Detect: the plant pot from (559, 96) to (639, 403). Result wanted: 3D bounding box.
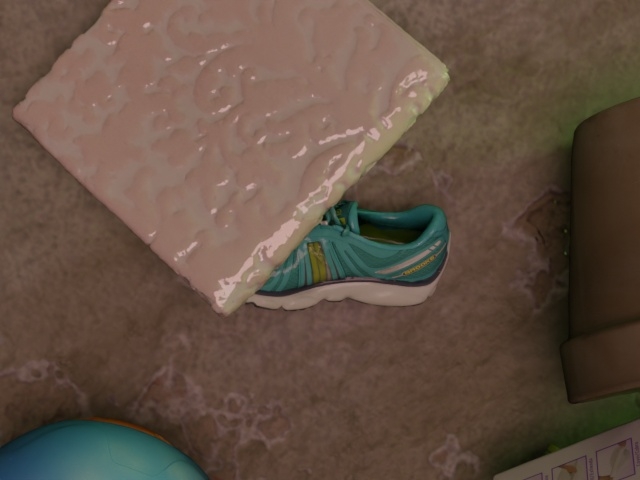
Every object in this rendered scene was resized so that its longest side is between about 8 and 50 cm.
[{"bbox_3d":[0.377,-0.001,1.518,0.323,0.323,0.280,-12,81,-5],"label":"plant pot"}]

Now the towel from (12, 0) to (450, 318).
[{"bbox_3d":[-0.093,-0.142,1.501,0.317,0.053,0.332,42,86,13],"label":"towel"}]

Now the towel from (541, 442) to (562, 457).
[{"bbox_3d":[0.225,0.344,1.662,0.102,0.021,0.237,38,91,-5],"label":"towel"}]

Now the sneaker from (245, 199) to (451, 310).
[{"bbox_3d":[0.000,0.000,1.544,0.275,0.107,0.110,-2,134,-14],"label":"sneaker"}]

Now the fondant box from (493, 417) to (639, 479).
[{"bbox_3d":[0.375,0.277,1.518,0.330,0.096,0.238,-28,126,26],"label":"fondant box"}]

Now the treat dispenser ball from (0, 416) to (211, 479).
[{"bbox_3d":[-0.227,0.318,1.474,0.288,0.288,0.288,-1,96,-6],"label":"treat dispenser ball"}]
